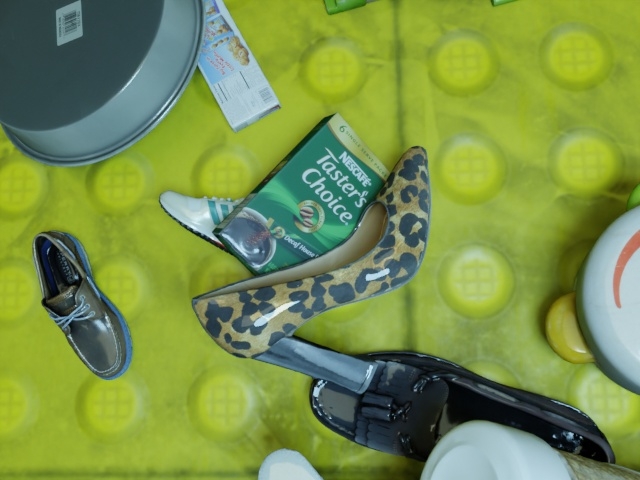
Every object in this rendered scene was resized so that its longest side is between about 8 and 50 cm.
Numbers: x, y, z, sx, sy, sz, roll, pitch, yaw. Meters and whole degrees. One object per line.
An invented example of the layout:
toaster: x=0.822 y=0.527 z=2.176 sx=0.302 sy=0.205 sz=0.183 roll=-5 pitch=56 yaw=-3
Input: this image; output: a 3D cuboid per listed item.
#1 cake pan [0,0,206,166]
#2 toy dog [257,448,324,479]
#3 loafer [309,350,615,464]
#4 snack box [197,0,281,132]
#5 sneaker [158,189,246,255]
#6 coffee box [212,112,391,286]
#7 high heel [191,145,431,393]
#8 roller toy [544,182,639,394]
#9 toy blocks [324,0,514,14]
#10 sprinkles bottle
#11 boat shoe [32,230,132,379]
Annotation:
cake pan: x=-0.271 y=-0.229 z=0.720 sx=0.293 sy=0.054 sz=0.293 roll=-6 pitch=72 yaw=18
toy dog: x=-0.037 y=0.296 z=0.601 sx=0.334 sy=0.220 sz=0.161 roll=-7 pitch=35 yaw=-2
loafer: x=0.135 y=0.175 z=0.632 sx=0.303 sy=0.095 sz=0.109 roll=11 pitch=81 yaw=7
snack box: x=-0.116 y=-0.220 z=0.759 sx=0.064 sy=0.022 sz=0.178 roll=-29 pitch=79 yaw=0
sneaker: x=-0.098 y=-0.027 z=0.709 sx=0.161 sy=0.057 sz=0.075 roll=29 pitch=82 yaw=5
coffee box: x=-0.011 y=-0.034 z=0.672 sx=0.184 sy=0.040 sz=0.113 roll=-46 pitch=105 yaw=-15
high heel: x=0.000 y=0.000 z=0.611 sx=0.186 sy=0.093 sz=0.261 roll=23 pitch=81 yaw=-15
roller toy: x=0.344 y=0.062 z=0.608 sx=0.191 sy=0.146 sz=0.209 roll=36 pitch=89 yaw=20
toy blocks: x=0.170 y=-0.388 z=0.642 sx=0.381 sy=0.261 sz=0.190 roll=-15 pitch=79 yaw=3
sprinkles bottle: x=0.251 y=0.247 z=0.519 sx=0.355 sy=0.121 sz=0.121 roll=22 pitch=82 yaw=-23
boat shoe: x=-0.273 y=0.072 z=0.700 sx=0.066 sy=0.066 sz=0.183 roll=-33 pitch=79 yaw=-1
